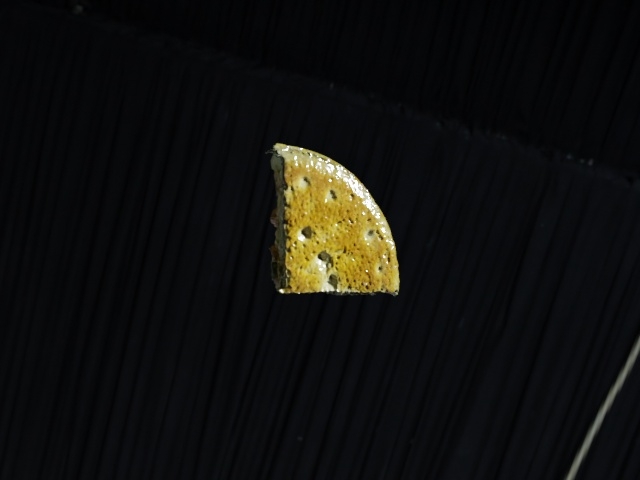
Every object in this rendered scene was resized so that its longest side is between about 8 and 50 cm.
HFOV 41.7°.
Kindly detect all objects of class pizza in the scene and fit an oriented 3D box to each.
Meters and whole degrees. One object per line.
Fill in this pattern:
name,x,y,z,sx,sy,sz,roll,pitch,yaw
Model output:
pizza,0.000,0.000,1.146,0.292,0.197,0.058,46,-20,-25
